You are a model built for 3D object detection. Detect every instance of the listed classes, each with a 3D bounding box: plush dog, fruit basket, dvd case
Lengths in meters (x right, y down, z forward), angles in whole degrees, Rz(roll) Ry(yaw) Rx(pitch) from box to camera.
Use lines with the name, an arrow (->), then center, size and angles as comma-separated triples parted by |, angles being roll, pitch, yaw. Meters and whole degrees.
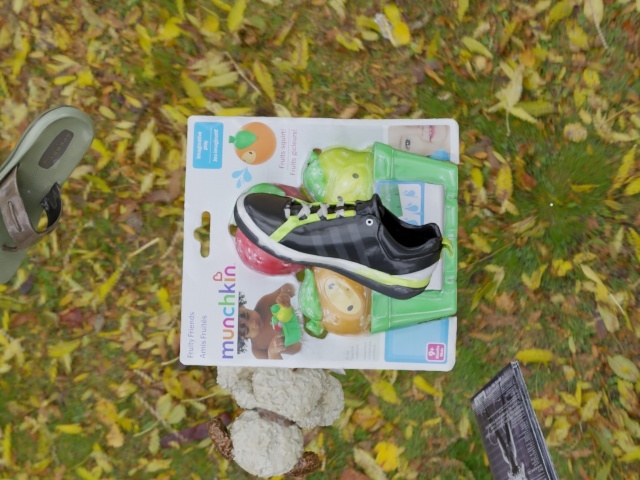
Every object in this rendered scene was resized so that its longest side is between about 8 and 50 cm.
plush dog -> -0.081, 0.324, 1.471 | 0.262, 0.210, 0.225 | 20, 70, -7
fruit basket -> 0.000, 0.000, 1.009 | 0.353, 0.165, 0.327 | 2, 86, -4
dvd case -> 0.292, 0.314, 1.197 | 0.018, 0.164, 0.221 | -3, 60, -17

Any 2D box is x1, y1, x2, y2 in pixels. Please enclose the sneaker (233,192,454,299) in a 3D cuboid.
sneaker -> 0.028, -0.020, 0.847 | 0.235, 0.084, 0.097 | 19, 124, -9

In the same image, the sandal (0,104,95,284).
sandal -> -0.425, -0.058, 1.161 | 0.086, 0.120, 0.302 | 42, 104, 32
